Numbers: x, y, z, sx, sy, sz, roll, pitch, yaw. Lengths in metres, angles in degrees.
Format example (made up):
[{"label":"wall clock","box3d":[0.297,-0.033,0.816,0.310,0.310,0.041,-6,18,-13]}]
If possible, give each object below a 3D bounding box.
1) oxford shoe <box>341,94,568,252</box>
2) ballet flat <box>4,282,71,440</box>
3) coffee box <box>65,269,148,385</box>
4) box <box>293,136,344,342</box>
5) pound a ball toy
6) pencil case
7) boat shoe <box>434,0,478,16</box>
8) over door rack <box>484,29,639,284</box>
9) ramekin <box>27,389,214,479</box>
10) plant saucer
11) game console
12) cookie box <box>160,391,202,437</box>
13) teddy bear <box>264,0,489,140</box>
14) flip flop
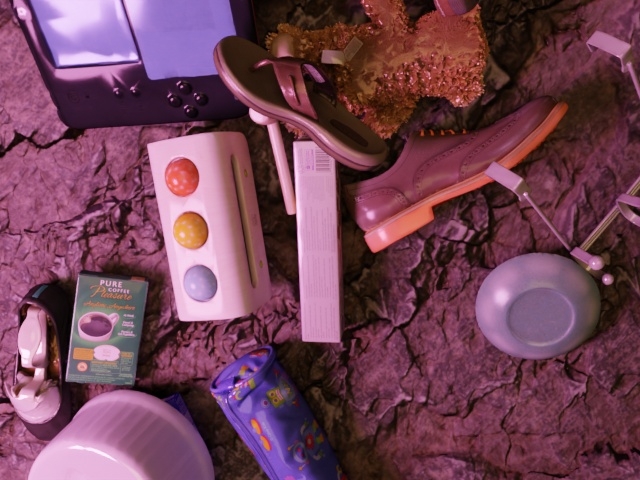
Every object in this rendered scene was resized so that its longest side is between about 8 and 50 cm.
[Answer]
[{"label":"oxford shoe","box3d":[0.201,-0.130,0.906,0.363,0.130,0.133,-33,88,4]},{"label":"ballet flat","box3d":[-0.470,0.211,0.977,0.095,0.096,0.280,2,97,-1]},{"label":"coffee box","box3d":[-0.352,0.145,0.983,0.113,0.040,0.184,7,98,-14]},{"label":"box","box3d":[0.000,0.000,0.930,0.067,0.063,0.324,0,106,9]},{"label":"pound a ball toy","box3d":[-0.141,-0.048,0.889,0.208,0.136,0.319,-5,98,21]},{"label":"pencil case","box3d":[-0.059,0.327,0.965,0.119,0.133,0.306,-27,95,28]},{"label":"boat shoe","box3d":[0.155,-0.432,0.832,0.116,0.123,0.324,-12,58,24]},{"label":"over door rack","box3d":[0.416,-0.091,0.849,0.324,0.108,0.239,34,97,-35]},{"label":"ramekin","box3d":[-0.321,0.394,0.944,0.277,0.135,0.277,4,105,15]},{"label":"plant saucer","box3d":[0.349,0.115,0.949,0.195,0.037,0.195,3,111,9]},{"label":"game console","box3d":[-0.264,-0.337,0.828,0.342,0.060,0.386,-6,130,1]},{"label":"cookie box","box3d":[-0.262,0.328,1.014,0.092,0.040,0.107,-24,95,6]},{"label":"teddy bear","box3d":[0.079,-0.269,0.911,0.338,0.113,0.245,-26,90,12]},{"label":"flip flop","box3d":[-0.017,-0.199,0.814,0.277,0.112,0.080,35,135,-2]}]
